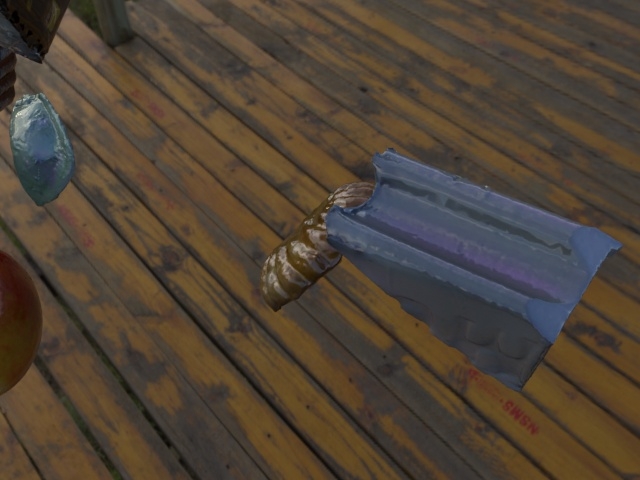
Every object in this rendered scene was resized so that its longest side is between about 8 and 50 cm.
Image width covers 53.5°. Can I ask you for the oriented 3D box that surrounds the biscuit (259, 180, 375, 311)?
[{"bbox_3d":[0.000,0.000,1.238,0.107,0.326,0.325,45,57,-2],"label":"biscuit"}]

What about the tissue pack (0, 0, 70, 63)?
[{"bbox_3d":[-0.339,-0.414,0.665,0.210,0.198,0.369,20,80,-1],"label":"tissue pack"}]

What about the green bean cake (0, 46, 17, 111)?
[{"bbox_3d":[-0.707,-0.367,1.246,0.199,0.232,0.097,21,36,-10],"label":"green bean cake"}]

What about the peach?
[{"bbox_3d":[-0.563,0.113,0.983,0.249,0.274,0.245,-1,25,34],"label":"peach"}]

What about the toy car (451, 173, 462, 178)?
[{"bbox_3d":[0.216,-0.020,1.214,0.090,0.224,0.076,11,28,16],"label":"toy car"}]

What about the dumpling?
[{"bbox_3d":[-0.506,-0.159,1.155,0.105,0.216,0.149,-5,21,-22],"label":"dumpling"}]

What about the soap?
[{"bbox_3d":[0.177,0.046,0.812,0.302,0.257,0.158,27,72,19],"label":"soap"}]
